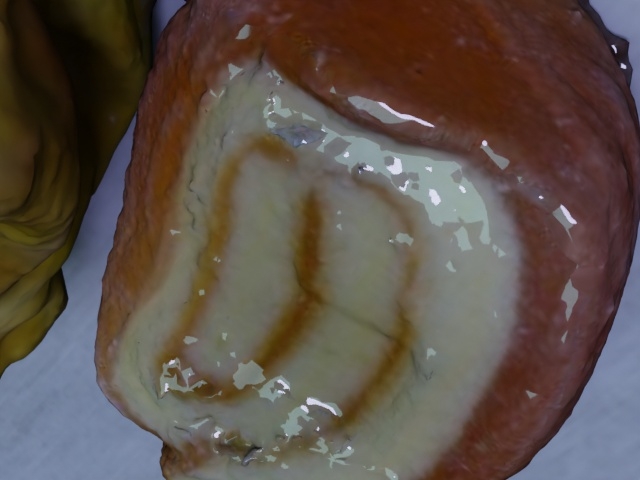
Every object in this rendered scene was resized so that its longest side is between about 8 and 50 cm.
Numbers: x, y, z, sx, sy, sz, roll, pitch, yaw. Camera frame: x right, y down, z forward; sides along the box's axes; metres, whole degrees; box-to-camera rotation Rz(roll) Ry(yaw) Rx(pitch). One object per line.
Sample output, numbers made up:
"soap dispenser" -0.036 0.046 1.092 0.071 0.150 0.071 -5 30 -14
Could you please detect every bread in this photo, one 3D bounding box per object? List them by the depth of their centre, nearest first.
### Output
"bread" 0.011 0.007 0.454 0.190 0.123 0.244 27 126 11

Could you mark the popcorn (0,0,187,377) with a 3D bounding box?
"popcorn" -0.175 -0.065 0.448 0.316 0.281 0.297 39 147 57
